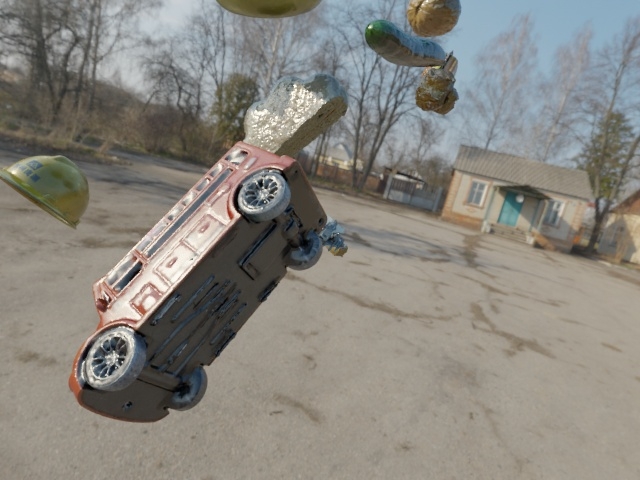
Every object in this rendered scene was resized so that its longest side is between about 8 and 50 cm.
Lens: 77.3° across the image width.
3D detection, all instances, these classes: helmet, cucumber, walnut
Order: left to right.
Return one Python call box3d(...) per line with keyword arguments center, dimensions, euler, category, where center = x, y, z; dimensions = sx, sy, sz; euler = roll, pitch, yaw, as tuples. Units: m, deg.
box3d(center=(-0.682, -0.146, 1.020), dimensions=(0.205, 0.140, 0.257), euler=(30, -22, 8), category="helmet")
box3d(center=(0.147, -0.318, 0.665), dimensions=(0.056, 0.056, 0.284), euler=(21, 24, 31), category="cucumber")
box3d(center=(0.449, -0.903, 1.575), dimensions=(0.213, 0.213, 0.213), euler=(14, 10, -3), category="walnut")

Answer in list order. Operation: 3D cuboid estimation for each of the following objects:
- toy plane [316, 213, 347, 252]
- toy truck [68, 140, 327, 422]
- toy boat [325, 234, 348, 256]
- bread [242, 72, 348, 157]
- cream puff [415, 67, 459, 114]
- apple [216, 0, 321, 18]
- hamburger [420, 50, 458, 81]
box3d(center=(0.011, -0.012, 1.304), dimensions=(0.160, 0.082, 0.234), euler=(42, 36, -3), category="toy plane")
box3d(center=(-0.109, 0.033, 0.368), dimensions=(0.114, 0.252, 0.107), euler=(32, -16, 32), category="toy truck")
box3d(center=(0.056, 0.006, 1.598), dimensions=(0.064, 0.072, 0.206), euler=(9, 15, -20), category="toy boat")
box3d(center=(-0.094, -0.313, 1.048), dimensions=(0.183, 0.337, 0.102), euler=(59, 16, 23), category="bread")
box3d(center=(0.306, -0.381, 1.035), dimensions=(0.094, 0.116, 0.122), euler=(36, -9, 28), category="cream puff")
box3d(center=(-0.099, -0.632, 0.870), dimensions=(0.295, 0.257, 0.233), euler=(-26, 42, -36), category="apple")
box3d(center=(0.363, -0.511, 1.253), dimensions=(0.087, 0.137, 0.166), euler=(29, -1, 13), category="hamburger")
